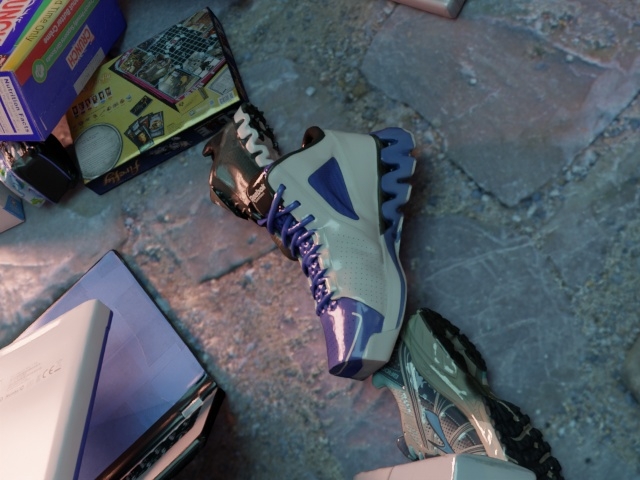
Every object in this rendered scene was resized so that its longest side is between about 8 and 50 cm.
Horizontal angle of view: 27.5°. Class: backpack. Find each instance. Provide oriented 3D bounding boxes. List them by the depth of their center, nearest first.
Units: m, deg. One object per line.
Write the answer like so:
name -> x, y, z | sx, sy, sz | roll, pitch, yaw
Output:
backpack -> -0.393, -0.109, 1.762 | 0.084, 0.105, 0.114 | -40, 48, 8

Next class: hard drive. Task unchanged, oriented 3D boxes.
hard drive -> -0.348, 0.230, 1.504 | 0.210, 0.040, 0.319 | -28, 35, 26

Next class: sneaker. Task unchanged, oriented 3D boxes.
sneaker -> 0.156, 0.214, 1.413 | 0.122, 0.110, 0.283 | -46, 55, 22
sneaker -> 0.000, -0.001, 1.492 | 0.182, 0.127, 0.316 | 12, 64, -13
sneaker -> -0.082, -0.056, 1.625 | 0.106, 0.078, 0.234 | -34, 59, 15

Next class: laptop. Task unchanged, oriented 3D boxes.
laptop -> -0.329, 0.237, 1.530 | 0.382, 0.408, 0.236 | -44, 93, 3

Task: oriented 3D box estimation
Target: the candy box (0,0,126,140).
candy box -> -0.466, -0.258, 1.786 | 0.317, 0.122, 0.268 | 2, 42, 22

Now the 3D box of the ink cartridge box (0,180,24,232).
ink cartridge box -> -0.480, -0.084, 1.797 | 0.089, 0.092, 0.143 | -26, 61, 13

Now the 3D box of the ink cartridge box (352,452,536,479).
ink cartridge box -> 0.080, 0.407, 1.246 | 0.091, 0.308, 0.385 | 16, 73, -13

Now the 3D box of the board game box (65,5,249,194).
board game box -> -0.224, -0.187, 1.754 | 0.243, 0.042, 0.165 | -26, 62, 13

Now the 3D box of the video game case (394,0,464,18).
video game case -> 0.101, -0.466, 1.726 | 0.329, 0.036, 0.300 | 23, 81, 30
